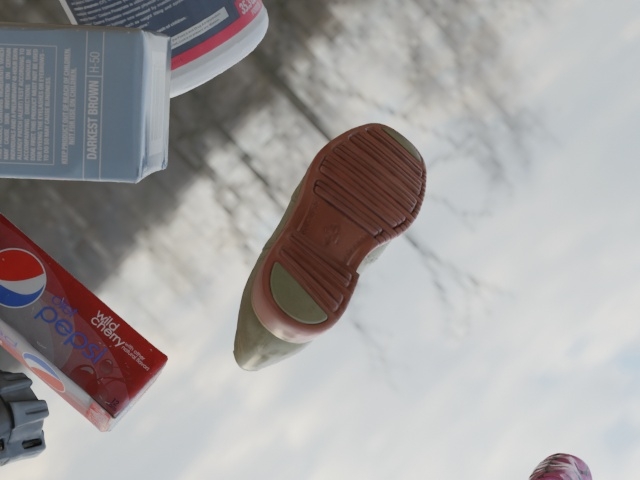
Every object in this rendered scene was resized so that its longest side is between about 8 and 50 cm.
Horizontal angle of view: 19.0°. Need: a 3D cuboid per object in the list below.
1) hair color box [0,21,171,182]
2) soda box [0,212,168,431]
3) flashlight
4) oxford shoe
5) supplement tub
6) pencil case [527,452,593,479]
[{"bbox_3d":[-0.307,-0.108,1.415,0.185,0.374,0.113,-71,163,-85],"label":"hair color box"},{"bbox_3d":[-0.289,0.080,2.003,0.092,0.263,0.083,-48,178,-24],"label":"soda box"},{"bbox_3d":[-0.382,0.169,1.768,0.304,0.103,0.103,-9,111,-59],"label":"flashlight"},{"bbox_3d":[0.000,0.000,2.254,0.146,0.140,0.397,-48,-178,44],"label":"oxford shoe"},{"bbox_3d":[-0.189,-0.297,1.984,0.191,0.272,0.191,-23,-159,9],"label":"supplement tub"},{"bbox_3d":[0.339,0.363,2.715,0.095,0.098,0.209,-4,-178,16],"label":"pencil case"}]
